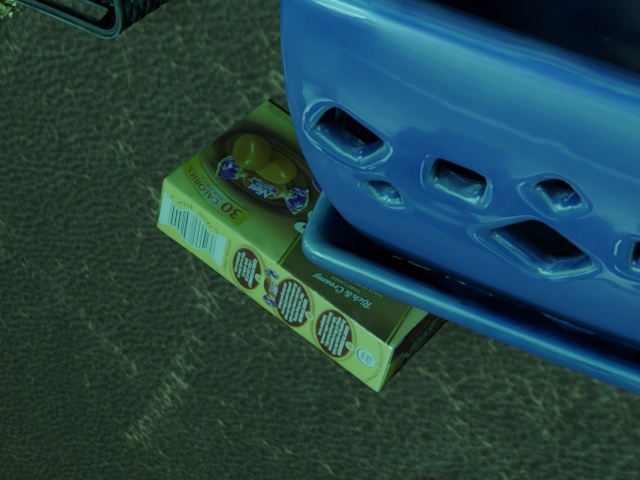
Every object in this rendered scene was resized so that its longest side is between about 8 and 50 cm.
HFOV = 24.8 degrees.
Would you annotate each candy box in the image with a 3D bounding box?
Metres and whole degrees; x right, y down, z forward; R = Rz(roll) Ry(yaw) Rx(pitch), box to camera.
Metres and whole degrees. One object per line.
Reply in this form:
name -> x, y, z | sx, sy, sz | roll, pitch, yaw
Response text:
candy box -> 0.000, 0.000, 0.937 | 0.187, 0.109, 0.053 | 35, 142, 18

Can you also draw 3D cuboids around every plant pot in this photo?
plant pot -> 0.123, -0.073, 0.608 | 0.236, 0.236, 0.212 | 21, 146, 8

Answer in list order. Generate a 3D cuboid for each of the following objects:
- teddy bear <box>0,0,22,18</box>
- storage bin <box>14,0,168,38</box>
teddy bear -> -0.298, -0.260, 1.029 | 0.245, 0.113, 0.338 | 22, 130, 21
storage bin -> -0.149, -0.231, 0.899 | 0.122, 0.084, 0.180 | 25, 139, 29
